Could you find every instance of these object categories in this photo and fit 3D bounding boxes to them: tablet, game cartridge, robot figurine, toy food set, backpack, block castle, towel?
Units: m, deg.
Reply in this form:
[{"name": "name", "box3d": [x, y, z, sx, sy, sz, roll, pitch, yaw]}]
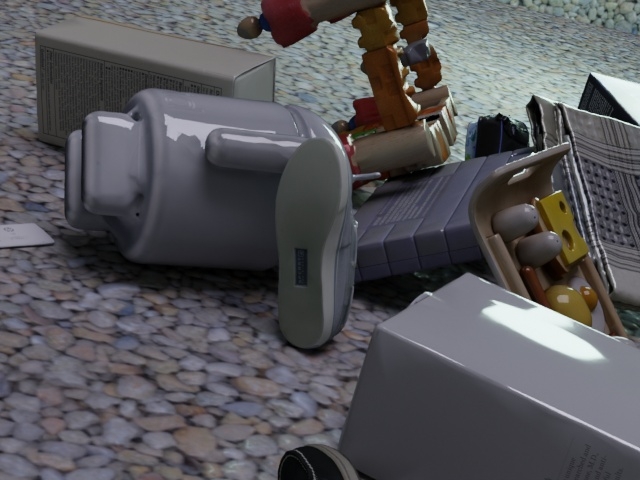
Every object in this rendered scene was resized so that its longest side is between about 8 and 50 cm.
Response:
[{"name": "tablet", "box3d": [-0.349, -0.006, 1.541, 0.083, 0.006, 0.054, -4, 28, -41]}, {"name": "game cartridge", "box3d": [0.154, -0.034, 1.738, 0.230, 0.068, 0.355, -15, 13, 20]}, {"name": "robot figurine", "box3d": [-0.113, -0.067, 1.577, 0.353, 0.200, 0.300, 5, -11, -26]}, {"name": "toy food set", "box3d": [0.296, 0.045, 1.529, 0.092, 0.306, 0.219, -26, -2, 34]}, {"name": "backpack", "box3d": [0.284, -0.150, 2.186, 0.084, 0.105, 0.114, 4, 2, 35]}, {"name": "block castle", "box3d": [0.047, -0.244, 1.959, 0.212, 0.303, 0.453, -16, 11, 14]}, {"name": "towel", "box3d": [0.429, -0.039, 1.810, 0.324, 0.056, 0.312, 11, 57, -27]}]

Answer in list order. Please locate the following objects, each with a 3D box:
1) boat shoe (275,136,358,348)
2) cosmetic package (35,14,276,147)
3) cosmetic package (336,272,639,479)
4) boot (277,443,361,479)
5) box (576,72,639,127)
[{"name": "boat shoe", "box3d": [0.001, 0.001, 1.469, 0.079, 0.228, 0.081, 9, 10, 28]}, {"name": "cosmetic package", "box3d": [-0.219, -0.185, 1.794, 0.309, 0.160, 0.113, 16, 28, 22]}, {"name": "cosmetic package", "box3d": [0.235, 0.188, 1.249, 0.385, 0.156, 0.217, 24, 23, 25]}, {"name": "boot", "box3d": [-0.053, 0.229, 1.048, 0.178, 0.085, 0.236, 5, 24, -17]}, {"name": "box", "box3d": [0.587, -0.126, 2.221, 0.296, 0.183, 0.294, 10, 23, -11]}]
